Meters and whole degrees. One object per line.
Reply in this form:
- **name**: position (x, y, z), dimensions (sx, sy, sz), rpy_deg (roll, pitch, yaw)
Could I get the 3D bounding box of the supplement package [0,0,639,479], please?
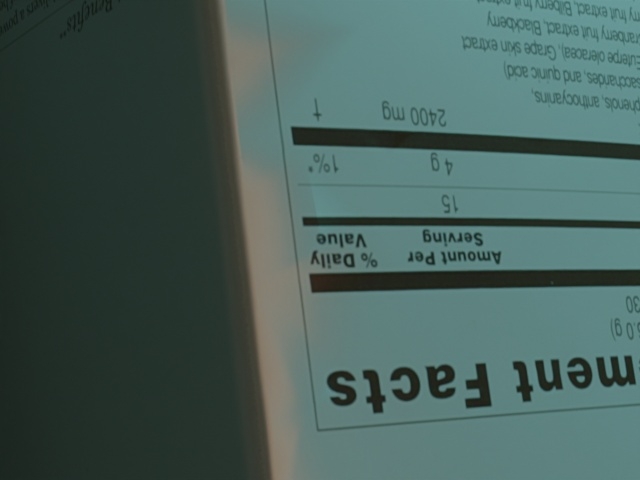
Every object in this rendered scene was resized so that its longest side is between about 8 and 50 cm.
- **supplement package**: position (0.000, 0.000, 0.443), dimensions (0.175, 0.177, 0.293), rpy_deg (0, 78, -36)
